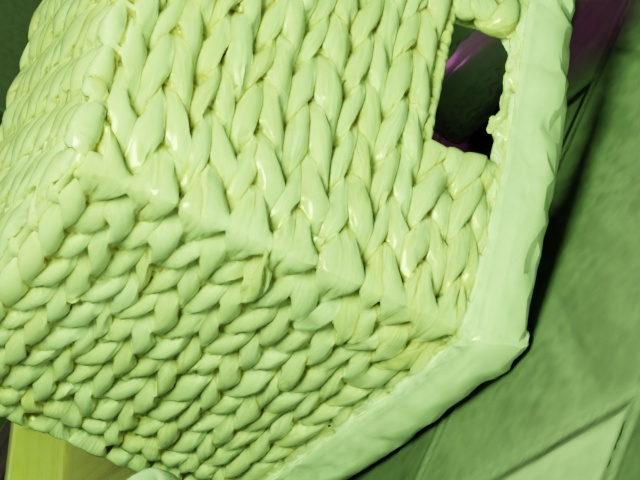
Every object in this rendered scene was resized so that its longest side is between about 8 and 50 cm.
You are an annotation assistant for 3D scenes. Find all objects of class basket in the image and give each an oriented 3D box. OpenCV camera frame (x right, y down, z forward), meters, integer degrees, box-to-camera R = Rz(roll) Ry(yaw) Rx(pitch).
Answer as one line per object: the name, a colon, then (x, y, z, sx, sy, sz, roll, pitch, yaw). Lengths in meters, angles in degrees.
basket: (-0.046, -0.051, 1.129, 0.331, 0.266, 0.328, -45, 27, 54)

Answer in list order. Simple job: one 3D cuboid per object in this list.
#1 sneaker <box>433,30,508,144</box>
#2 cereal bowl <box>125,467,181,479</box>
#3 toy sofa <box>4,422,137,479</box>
sneaker: (0.074, -0.220, 1.423, 0.137, 0.210, 0.366, -50, 11, 32)
cereal bowl: (-0.112, 0.283, 0.866, 0.339, 0.141, 0.339, -53, 10, 13)
toy sofa: (-0.117, 0.142, 1.444, 0.362, 0.177, 0.150, 141, 136, -59)
